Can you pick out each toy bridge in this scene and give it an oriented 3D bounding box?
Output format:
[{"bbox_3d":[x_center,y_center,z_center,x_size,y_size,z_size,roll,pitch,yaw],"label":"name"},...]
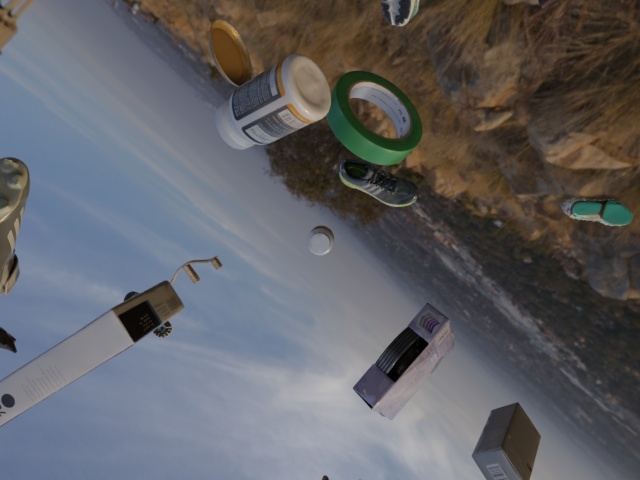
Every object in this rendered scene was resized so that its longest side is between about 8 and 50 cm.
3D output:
[{"bbox_3d":[-0.370,0.092,1.346,0.063,0.188,0.026,57,-169,-10],"label":"toy bridge"}]

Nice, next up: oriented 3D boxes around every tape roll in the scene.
[{"bbox_3d":[0.173,-0.391,1.496,0.321,0.321,0.077,45,140,2],"label":"tape roll"}]

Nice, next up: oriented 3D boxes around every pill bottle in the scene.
[{"bbox_3d":[0.000,0.000,1.503,0.086,0.086,0.152,45,-174,-3],"label":"pill bottle"},{"bbox_3d":[-0.125,-0.333,1.173,0.278,0.162,0.162,-14,135,38],"label":"pill bottle"}]

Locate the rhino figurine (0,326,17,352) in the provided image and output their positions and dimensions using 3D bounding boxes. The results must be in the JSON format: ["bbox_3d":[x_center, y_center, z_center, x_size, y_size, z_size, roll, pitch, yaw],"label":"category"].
[{"bbox_3d":[-0.641,0.131,0.844,0.243,0.073,0.106,36,160,5],"label":"rhino figurine"}]

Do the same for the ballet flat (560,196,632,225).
[{"bbox_3d":[0.904,-0.103,1.549,0.241,0.091,0.077,11,-165,-12],"label":"ballet flat"}]

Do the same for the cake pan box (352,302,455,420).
[{"bbox_3d":[0.198,0.283,1.062,0.070,0.246,0.267,37,172,29],"label":"cake pan box"}]

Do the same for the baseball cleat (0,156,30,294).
[{"bbox_3d":[-0.442,-0.008,0.638,0.072,0.206,0.109,18,167,-5],"label":"baseball cleat"}]

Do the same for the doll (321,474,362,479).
[{"bbox_3d":[0.096,0.537,0.991,0.189,0.046,0.129,-9,131,33],"label":"doll"}]

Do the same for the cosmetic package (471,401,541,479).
[{"bbox_3d":[0.522,0.573,1.313,0.127,0.107,0.238,56,-142,5],"label":"cosmetic package"}]

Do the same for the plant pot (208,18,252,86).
[{"bbox_3d":[-0.323,-0.658,1.671,0.236,0.032,0.236,34,-129,-55],"label":"plant pot"}]

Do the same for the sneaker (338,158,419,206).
[{"bbox_3d":[0.191,-0.200,1.605,0.300,0.111,0.121,20,178,16],"label":"sneaker"}]

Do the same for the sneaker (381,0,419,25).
[{"bbox_3d":[0.199,-0.641,1.073,0.107,0.110,0.275,27,135,25],"label":"sneaker"}]

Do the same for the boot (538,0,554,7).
[{"bbox_3d":[0.632,-0.629,1.131,0.090,0.207,0.248,43,-136,-16],"label":"boot"}]

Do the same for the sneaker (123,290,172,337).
[{"bbox_3d":[-0.486,0.210,1.319,0.162,0.063,0.073,49,162,-8],"label":"sneaker"}]

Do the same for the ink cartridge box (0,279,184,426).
[{"bbox_3d":[-0.385,0.182,0.730,0.065,0.332,0.165,59,-167,-4],"label":"ink cartridge box"}]
